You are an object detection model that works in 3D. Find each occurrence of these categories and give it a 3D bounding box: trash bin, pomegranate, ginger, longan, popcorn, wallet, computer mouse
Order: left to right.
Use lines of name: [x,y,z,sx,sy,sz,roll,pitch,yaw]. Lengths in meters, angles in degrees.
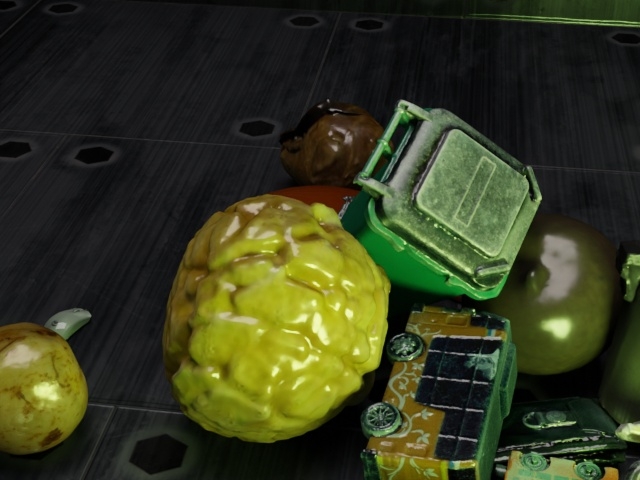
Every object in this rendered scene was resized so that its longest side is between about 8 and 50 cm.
pomegranate: [-0.480,0.239,1.720,0.215,0.215,0.215,0,31,0]
computer mouse: [-0.471,0.148,2.012,0.056,0.032,0.110,18,36,25]
popcorn: [-0.072,0.138,1.685,0.344,0.390,0.354,19,51,8]
ginger: [0.038,-0.169,2.384,0.200,0.269,0.223,10,56,-32]
trash bin: [0.147,-0.028,1.834,0.295,0.381,0.259,34,61,-10]
wallet: [0.355,0.309,1.742,0.236,0.055,0.160,-3,25,-4]
longan: [0.386,0.099,1.877,0.297,0.297,0.297,0,31,0]
trash bin: [0.570,0.153,1.726,0.252,0.301,0.203,7,23,-4]

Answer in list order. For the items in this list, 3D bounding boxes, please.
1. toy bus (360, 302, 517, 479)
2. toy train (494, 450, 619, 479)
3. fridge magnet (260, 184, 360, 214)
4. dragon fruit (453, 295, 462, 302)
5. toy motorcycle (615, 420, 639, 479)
toy bus: [0.186,0.258,1.661,0.194,0.161,0.323,5,42,19]
toy train: [0.352,0.376,1.614,0.188,0.072,0.099,7,38,10]
fridge magnet: [0.000,0.000,2.142,0.364,0.155,0.363,0,31,0]
dragon fruit: [0.290,0.073,2.110,0.112,0.068,0.126,-15,33,-23]
toy motorcycle: [0.610,0.316,1.606,0.341,0.108,0.222,0,74,-3]
